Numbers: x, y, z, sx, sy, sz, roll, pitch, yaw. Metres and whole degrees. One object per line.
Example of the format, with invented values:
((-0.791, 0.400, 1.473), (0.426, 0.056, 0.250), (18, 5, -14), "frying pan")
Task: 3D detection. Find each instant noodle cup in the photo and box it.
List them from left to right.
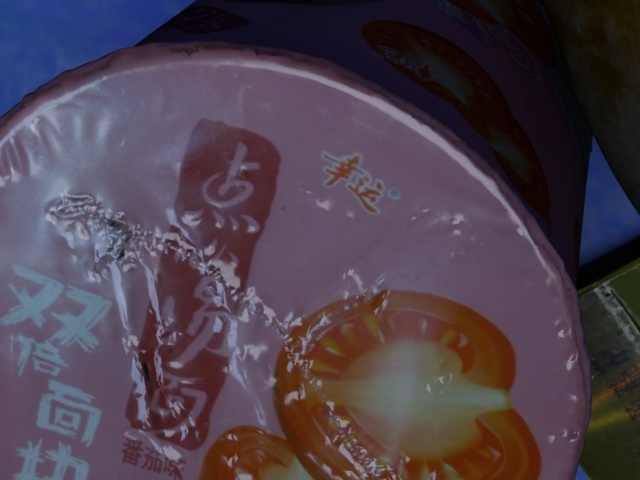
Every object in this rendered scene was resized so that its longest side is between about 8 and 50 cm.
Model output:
((0.000, 0.000, 0.758), (0.243, 0.231, 0.243), (6, 117, 13), "instant noodle cup")

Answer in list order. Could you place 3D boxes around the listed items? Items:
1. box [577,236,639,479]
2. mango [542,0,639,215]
((0.187, 0.042, 0.843), (0.193, 0.030, 0.121), (-32, 103, 25), "box")
((0.169, -0.078, 0.705), (0.316, 0.146, 0.193), (54, 151, 7), "mango")
